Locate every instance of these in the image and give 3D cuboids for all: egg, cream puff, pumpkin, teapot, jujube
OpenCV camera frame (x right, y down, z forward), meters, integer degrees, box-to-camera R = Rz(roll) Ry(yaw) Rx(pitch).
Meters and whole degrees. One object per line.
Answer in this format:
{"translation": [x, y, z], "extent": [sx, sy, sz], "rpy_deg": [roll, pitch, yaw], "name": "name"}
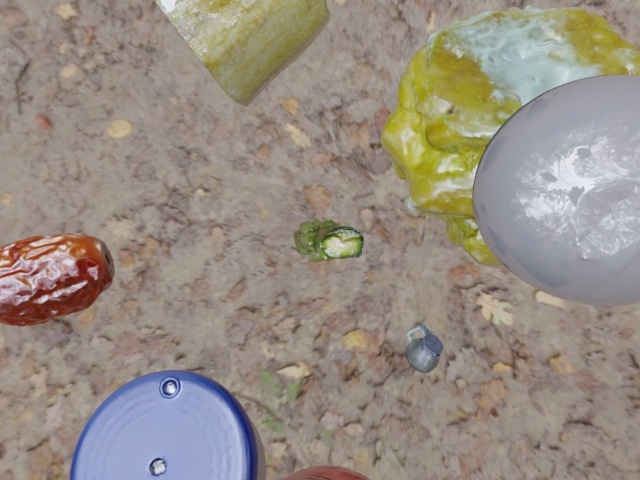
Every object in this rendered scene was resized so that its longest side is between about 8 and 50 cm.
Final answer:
{"translation": [0.215, -0.038, 0.517], "extent": [0.176, 0.231, 0.176], "rpy_deg": [5, 97, 49], "name": "egg"}
{"translation": [0.264, -0.115, 0.907], "extent": [0.378, 0.276, 0.378], "rpy_deg": [-1, 56, 1], "name": "cream puff"}
{"translation": [-0.120, -0.381, 0.977], "extent": [0.199, 0.332, 0.332], "rpy_deg": [-28, 84, 12], "name": "pumpkin"}
{"translation": [0.194, 0.199, 1.277], "extent": [0.057, 0.066, 0.088], "rpy_deg": [-55, 50, 40], "name": "teapot"}
{"translation": [-0.523, 0.070, 1.291], "extent": [0.250, 0.174, 0.174], "rpy_deg": [-20, 85, -10], "name": "jujube"}

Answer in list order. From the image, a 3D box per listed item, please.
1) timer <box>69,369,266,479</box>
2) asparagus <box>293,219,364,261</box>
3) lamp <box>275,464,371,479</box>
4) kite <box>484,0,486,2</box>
{"translation": [-0.185, 0.378, 1.081], "extent": [0.270, 0.383, 0.271], "rpy_deg": [-4, 66, 10], "name": "timer"}
{"translation": [0.000, 0.000, 1.166], "extent": [0.080, 0.287, 0.080], "rpy_deg": [0, 92, -13], "name": "asparagus"}
{"translation": [-0.018, 0.235, 0.445], "extent": [0.140, 0.182, 0.182], "rpy_deg": [18, 91, 30], "name": "lamp"}
{"translation": [0.142, -0.500, 0.854], "extent": [0.014, 0.368, 0.406], "rpy_deg": [-8, 96, 49], "name": "kite"}
